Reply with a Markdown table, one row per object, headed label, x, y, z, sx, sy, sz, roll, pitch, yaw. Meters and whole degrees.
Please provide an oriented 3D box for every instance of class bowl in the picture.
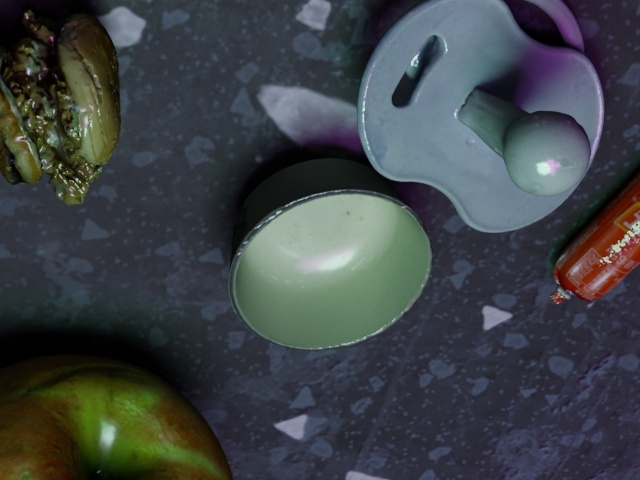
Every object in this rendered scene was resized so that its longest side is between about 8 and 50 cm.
| label | x | y | z | sx | sy | sz | roll | pitch | yaw |
| --- | --- | --- | --- | --- | --- | --- | --- | --- | --- |
| bowl | 0.000 | 0.000 | 2.000 | 0.211 | 0.112 | 0.211 | -9 | 131 | -10 |

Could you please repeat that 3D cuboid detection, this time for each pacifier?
| label | x | y | z | sx | sy | sz | roll | pitch | yaw |
| --- | --- | --- | --- | --- | --- | --- | --- | --- | --- |
| pacifier | 0.185 | -0.116 | 1.884 | 0.287 | 0.226 | 0.238 | 32 | 97 | -36 |

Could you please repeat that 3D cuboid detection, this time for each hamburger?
| label | x | y | z | sx | sy | sz | roll | pitch | yaw |
| --- | --- | --- | --- | --- | --- | --- | --- | --- | --- |
| hamburger | -0.239 | -0.117 | 1.805 | 0.131 | 0.159 | 0.185 | -12 | 113 | -9 |

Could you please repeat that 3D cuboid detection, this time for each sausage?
| label | x | y | z | sx | sy | sz | roll | pitch | yaw |
| --- | --- | --- | --- | --- | --- | --- | --- | --- | --- |
| sausage | 0.338 | -0.028 | 2.099 | 0.074 | 0.074 | 0.274 | 25 | 120 | -32 |

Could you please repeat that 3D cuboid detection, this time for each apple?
| label | x | y | z | sx | sy | sz | roll | pitch | yaw |
| --- | --- | --- | --- | --- | --- | --- | --- | --- | --- |
| apple | -0.258 | 0.290 | 2.035 | 0.339 | 0.340 | 0.340 | -8 | 131 | -9 |
